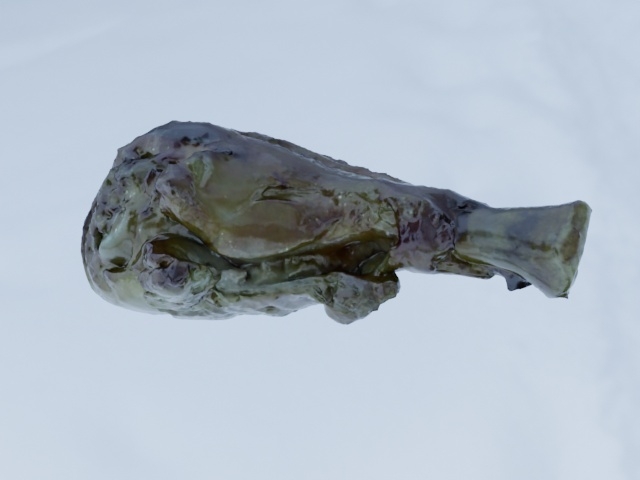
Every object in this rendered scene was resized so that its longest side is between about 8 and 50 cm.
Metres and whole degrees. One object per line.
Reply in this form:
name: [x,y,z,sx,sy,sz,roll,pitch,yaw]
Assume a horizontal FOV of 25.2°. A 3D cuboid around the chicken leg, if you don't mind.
chicken leg: [0.000,0.000,0.484,0.178,0.070,0.093,5,20,13]
